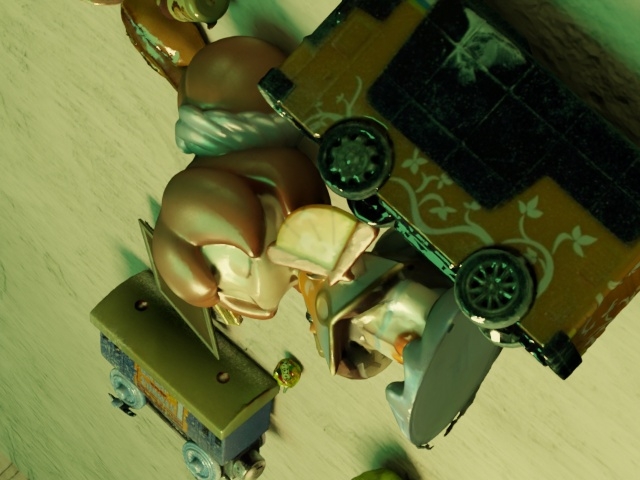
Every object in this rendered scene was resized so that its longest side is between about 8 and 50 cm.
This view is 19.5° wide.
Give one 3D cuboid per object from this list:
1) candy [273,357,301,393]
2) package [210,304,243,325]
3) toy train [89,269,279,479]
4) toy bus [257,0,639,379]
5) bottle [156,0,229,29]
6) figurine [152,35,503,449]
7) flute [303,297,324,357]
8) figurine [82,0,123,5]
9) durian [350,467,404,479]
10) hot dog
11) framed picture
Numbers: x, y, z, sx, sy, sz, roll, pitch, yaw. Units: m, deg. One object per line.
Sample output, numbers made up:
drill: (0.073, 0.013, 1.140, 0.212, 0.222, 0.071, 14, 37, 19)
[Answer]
candy: (-0.044, 0.179, 2.390, 0.035, 0.035, 0.123, 34, 165, 7)
package: (-0.148, 0.059, 2.386, 0.108, 0.031, 0.120, 59, 163, -17)
toy train: (-0.183, 0.192, 2.541, 0.299, 0.131, 0.202, 39, 147, 23)
toy bus: (0.124, -0.061, 1.482, 0.323, 0.194, 0.162, 44, -179, 16)
bottle: (-0.132, -0.239, 1.881, 0.101, 0.047, 0.063, 6, 122, 61)
figurine: (-0.001, 0.000, 1.813, 0.388, 0.248, 0.277, 28, 147, 24)
flute: (-0.013, 0.057, 2.143, 0.027, 0.027, 0.233, 32, 152, 36)
figurine: (-0.209, -0.352, 1.686, 0.133, 0.200, 0.276, -23, 88, 44)
durian: (0.061, 0.353, 2.316, 0.101, 0.139, 0.250, 37, 155, 15)
hot dog: (-0.163, -0.206, 1.972, 0.140, 0.060, 0.090, 48, 162, -5)
framed picture: (-0.178, 0.063, 2.398, 0.142, 0.011, 0.183, 47, 163, 26)
